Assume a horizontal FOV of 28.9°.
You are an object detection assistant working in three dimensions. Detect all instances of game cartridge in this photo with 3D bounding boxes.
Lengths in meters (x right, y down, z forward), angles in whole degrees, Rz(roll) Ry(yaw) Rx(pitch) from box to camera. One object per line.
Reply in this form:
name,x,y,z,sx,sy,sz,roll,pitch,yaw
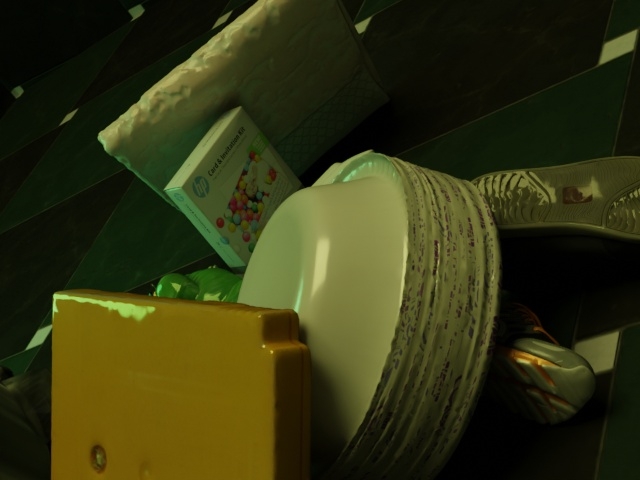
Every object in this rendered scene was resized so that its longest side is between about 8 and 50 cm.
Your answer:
game cartridge,-0.123,0.189,1.021,0.324,0.053,0.285,3,92,48

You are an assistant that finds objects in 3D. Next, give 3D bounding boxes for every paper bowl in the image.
paper bowl,0.022,0.067,1.037,0.284,0.148,0.284,-164,90,-71

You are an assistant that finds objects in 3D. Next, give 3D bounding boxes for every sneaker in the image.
sneaker,0.156,0.089,1.027,0.083,0.084,0.215,-43,22,-18
sneaker,0.239,-0.008,1.081,0.222,0.118,0.083,3,59,19

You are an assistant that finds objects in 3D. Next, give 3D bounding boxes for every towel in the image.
towel,-0.080,-0.161,1.588,0.332,0.317,0.053,-40,60,1

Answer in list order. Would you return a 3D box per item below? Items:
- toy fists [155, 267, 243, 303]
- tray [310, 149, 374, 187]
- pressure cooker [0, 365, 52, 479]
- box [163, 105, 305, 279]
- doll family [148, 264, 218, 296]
toy fists,-0.117,0.157,1.159,0.142,0.096,0.279,-12,67,28
tray,0.000,0.000,1.279,0.145,0.030,0.270,-47,-15,-12
pressure cooker,-0.458,0.269,1.265,0.370,0.420,0.375,-6,59,22
box,-0.086,-0.044,1.490,0.038,0.186,0.145,-10,37,45
doll family,-0.164,0.080,1.483,0.111,0.076,0.193,-18,-16,10
